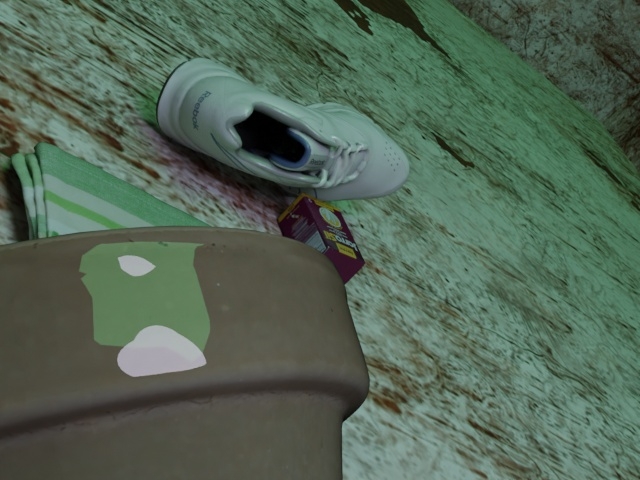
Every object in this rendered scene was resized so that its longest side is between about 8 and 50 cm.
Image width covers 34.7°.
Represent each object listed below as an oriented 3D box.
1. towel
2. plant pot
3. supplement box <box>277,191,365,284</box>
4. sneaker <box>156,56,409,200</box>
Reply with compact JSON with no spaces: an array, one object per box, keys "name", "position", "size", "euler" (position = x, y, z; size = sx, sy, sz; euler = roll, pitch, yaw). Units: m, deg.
[{"name":"towel","position":[-0.103,0.074,0.723],"size":[0.248,0.038,0.325],"euler":[28,25,-35]},{"name":"plant pot","position":[-0.089,0.149,0.385],"size":[0.263,0.263,0.229],"euler":[11,57,-52]},{"name":"supplement box","position":[0.000,0.000,1.010],"size":[0.055,0.043,0.083],"euler":[23,30,-41]},{"name":"sneaker","position":[-0.018,-0.086,1.019],"size":[0.297,0.111,0.129],"euler":[11,16,-39]}]
